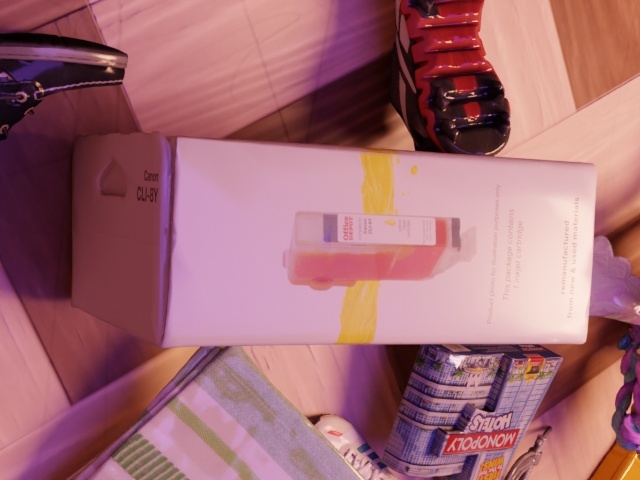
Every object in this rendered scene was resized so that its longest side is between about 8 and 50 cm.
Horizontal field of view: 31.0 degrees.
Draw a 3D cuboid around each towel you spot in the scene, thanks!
[{"bbox_3d":[-0.129,0.280,1.093,0.325,0.038,0.248,-43,102,-4],"label":"towel"}]

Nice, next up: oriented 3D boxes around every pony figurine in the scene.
[{"bbox_3d":[0.424,0.055,1.337,0.363,0.302,0.351,-52,132,-28],"label":"pony figurine"}]

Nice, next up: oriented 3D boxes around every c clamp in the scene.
[{"bbox_3d":[0.229,0.302,1.367,0.137,0.022,0.161,4,112,-66],"label":"c clamp"}]

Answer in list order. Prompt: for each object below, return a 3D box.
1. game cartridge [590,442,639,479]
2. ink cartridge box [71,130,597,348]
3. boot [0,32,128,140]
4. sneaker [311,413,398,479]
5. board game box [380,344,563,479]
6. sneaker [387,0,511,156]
[{"bbox_3d":[0.416,0.425,1.520,0.285,0.052,0.324,43,79,-31],"label":"game cartridge"},{"bbox_3d":[0.000,0.000,1.007,0.384,0.279,0.161,3,92,-26],"label":"ink cartridge box"},{"bbox_3d":[-0.277,-0.080,0.961,0.236,0.085,0.179,-6,106,-24],"label":"boot"},{"bbox_3d":[0.048,0.248,1.239,0.057,0.075,0.161,-46,120,-15],"label":"sneaker"},{"bbox_3d":[0.162,0.207,1.272,0.194,0.060,0.194,3,108,-46],"label":"board game box"},{"bbox_3d":[0.115,-0.202,1.165,0.097,0.135,0.276,-6,81,-18],"label":"sneaker"}]
